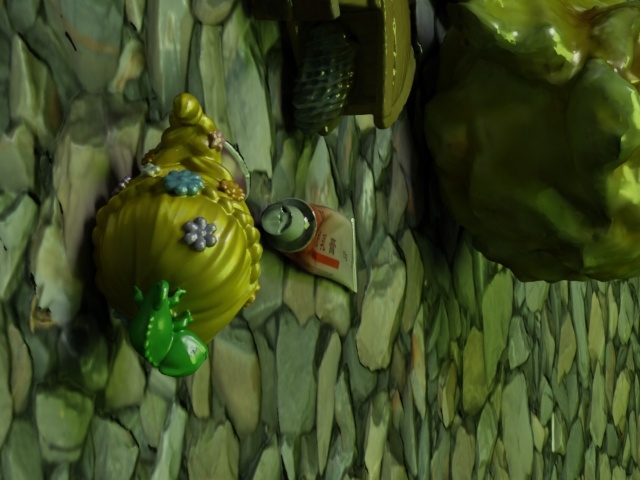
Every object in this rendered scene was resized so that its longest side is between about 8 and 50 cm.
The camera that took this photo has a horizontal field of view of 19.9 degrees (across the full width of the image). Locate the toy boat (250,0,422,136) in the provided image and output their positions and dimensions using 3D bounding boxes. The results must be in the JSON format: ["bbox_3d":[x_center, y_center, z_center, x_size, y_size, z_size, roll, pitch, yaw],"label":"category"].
[{"bbox_3d":[-0.007,-0.222,1.258,0.121,0.089,0.321,-42,128,-50],"label":"toy boat"}]

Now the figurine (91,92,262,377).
[{"bbox_3d":[-0.080,-0.006,1.012,0.156,0.095,0.115,-74,165,-49],"label":"figurine"}]

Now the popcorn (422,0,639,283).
[{"bbox_3d":[0.228,-0.098,1.641,0.336,0.274,0.279,-4,130,-34],"label":"popcorn"}]

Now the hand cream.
[{"bbox_3d":[-0.002,0.001,1.330,0.052,0.038,0.216,-64,162,1],"label":"hand cream"}]
